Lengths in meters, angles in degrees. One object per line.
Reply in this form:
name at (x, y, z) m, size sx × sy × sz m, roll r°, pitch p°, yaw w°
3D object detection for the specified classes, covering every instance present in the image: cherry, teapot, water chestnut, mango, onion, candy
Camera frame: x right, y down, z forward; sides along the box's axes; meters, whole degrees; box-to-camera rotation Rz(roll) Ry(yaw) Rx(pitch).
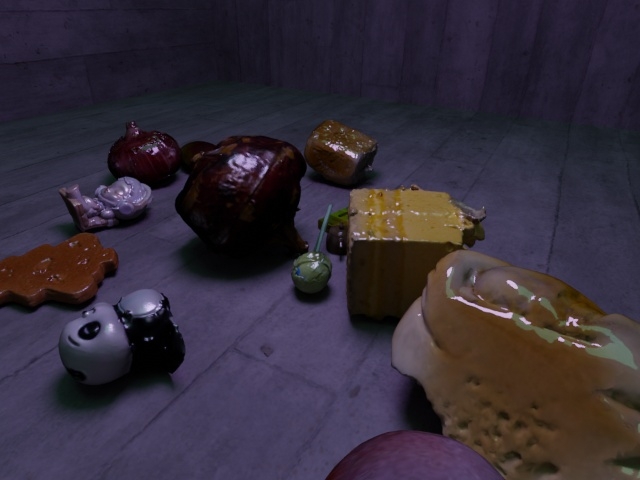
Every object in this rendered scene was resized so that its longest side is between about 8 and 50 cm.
cherry at (0.103, 0.293, 0.446) m, size 0.239 × 0.206 × 0.239 m, roll -4°, pitch 31°, yaw 2°
teapot at (0.052, -0.006, 1.127) m, size 0.076 × 0.068 × 0.121 m, roll 3°, pitch 29°, yaw 3°
water chestnut at (-0.154, -0.090, 1.076) m, size 0.347 × 0.335 × 0.335 m, roll 35°, pitch 33°, yaw -2°
mango at (-0.447, -0.308, 1.616) m, size 0.267 × 0.111 × 0.133 m, roll 16°, pitch 50°, yaw 39°
onion at (-0.594, -0.297, 1.477) m, size 0.252 × 0.219 × 0.252 m, roll -7°, pitch 27°, yaw 4°
candy at (0.000, 0.000, 1.055) m, size 0.092 × 0.093 × 0.335 m, roll 5°, pitch 37°, yaw 9°

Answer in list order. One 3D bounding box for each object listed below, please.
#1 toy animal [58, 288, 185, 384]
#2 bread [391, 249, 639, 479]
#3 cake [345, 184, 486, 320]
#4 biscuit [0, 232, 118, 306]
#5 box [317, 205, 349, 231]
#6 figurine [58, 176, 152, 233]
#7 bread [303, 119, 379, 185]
toy animal at (-0.335, 0.164, 0.733) m, size 0.179 × 0.138 × 0.166 m, roll -9°, pitch 14°, yaw -28°
bread at (0.299, 0.186, 0.608) m, size 0.329 × 0.245 × 0.424 m, roll -20°, pitch 40°, yaw -33°
cake at (0.197, 0.031, 0.909) m, size 0.286 × 0.227 × 0.222 m, roll 1°, pitch 33°, yaw 4°
biscuit at (-0.619, 0.073, 0.984) m, size 0.306 × 0.043 × 0.284 m, roll -11°, pitch 32°, yaw -17°
box at (0.101, -0.059, 1.268) m, size 0.121 × 0.030 × 0.193 m, roll 25°, pitch 37°, yaw 36°
figurine at (-0.583, -0.117, 1.227) m, size 0.236 × 0.141 × 0.162 m, roll -22°, pitch 41°, yaw -36°
bread at (0.076, -0.290, 1.543) m, size 0.246 × 0.176 × 0.195 m, roll 28°, pitch 47°, yaw 16°
